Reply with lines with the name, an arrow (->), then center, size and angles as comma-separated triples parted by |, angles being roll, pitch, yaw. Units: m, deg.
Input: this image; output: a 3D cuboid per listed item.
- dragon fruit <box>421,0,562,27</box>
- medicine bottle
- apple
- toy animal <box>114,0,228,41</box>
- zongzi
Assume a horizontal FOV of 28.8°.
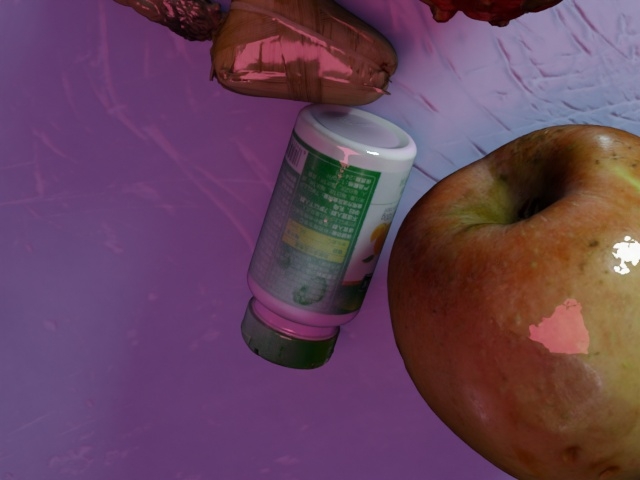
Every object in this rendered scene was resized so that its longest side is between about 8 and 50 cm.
dragon fruit -> 0.159, -0.355, 1.097 | 0.277, 0.277, 0.342 | 22, 123, 7
medicine bottle -> 0.000, 0.000, 1.337 | 0.133, 0.133, 0.274 | 23, 113, 6
apple -> 0.242, 0.069, 1.196 | 0.338, 0.338, 0.305 | -23, 117, 21
toy animal -> -0.199, -0.277, 1.322 | 0.220, 0.086, 0.069 | 34, 75, 7
zongzi -> -0.011, -0.240, 1.287 | 0.194, 0.099, 0.197 | 9, 87, -2
